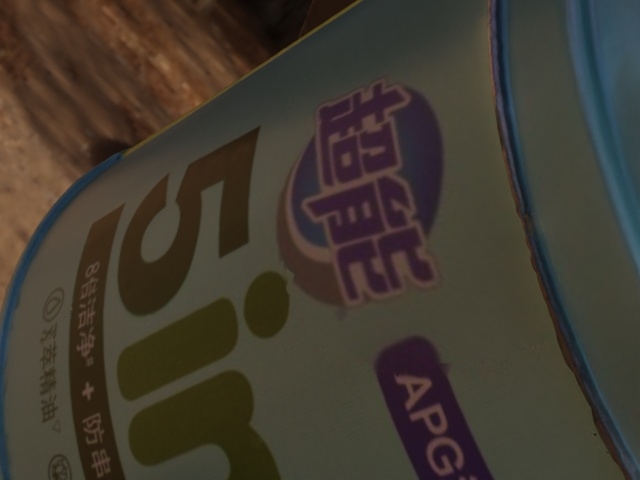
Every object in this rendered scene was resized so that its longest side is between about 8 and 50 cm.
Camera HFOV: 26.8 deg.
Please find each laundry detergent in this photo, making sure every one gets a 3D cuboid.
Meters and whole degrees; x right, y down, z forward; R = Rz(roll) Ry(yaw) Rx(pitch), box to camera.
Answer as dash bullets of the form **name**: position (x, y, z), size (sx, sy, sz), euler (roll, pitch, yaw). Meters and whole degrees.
- **laundry detergent**: position (0.089, 0.034, 0.463), size (0.287, 0.305, 0.287), euler (26, 51, -37)

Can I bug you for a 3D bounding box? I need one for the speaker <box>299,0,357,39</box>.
- **speaker**: position (0.151, -0.212, 0.965), size (0.232, 0.254, 0.184), euler (27, 16, 18)
